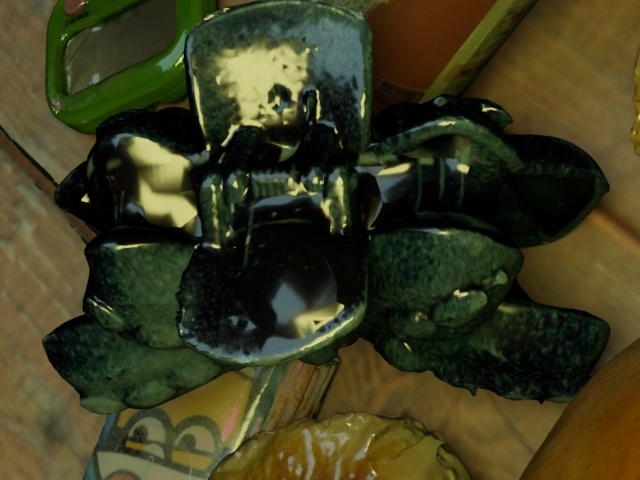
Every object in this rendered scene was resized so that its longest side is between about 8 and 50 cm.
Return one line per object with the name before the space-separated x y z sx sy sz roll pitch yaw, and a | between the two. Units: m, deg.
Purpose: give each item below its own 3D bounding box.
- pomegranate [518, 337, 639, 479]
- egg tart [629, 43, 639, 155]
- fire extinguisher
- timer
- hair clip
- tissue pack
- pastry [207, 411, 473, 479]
pomegranate | 0.228 0.149 0.755 0.319 0.319 0.319 -16 60 31
egg tart | 0.269 -0.075 0.887 0.241 0.241 0.106 -23 22 28
fire extinguisher | 0.069 -0.159 1.088 0.376 0.113 0.200 -51 3 45
timer | -0.131 -0.141 1.310 0.140 0.047 0.128 -22 56 28
hair clip | -0.004 -0.002 0.991 0.310 0.206 0.194 -3 69 10
tissue pack | -0.072 0.121 1.129 0.115 0.065 0.155 16 79 40
pastry | 0.007 0.190 1.012 0.182 0.093 0.192 -15 69 28
